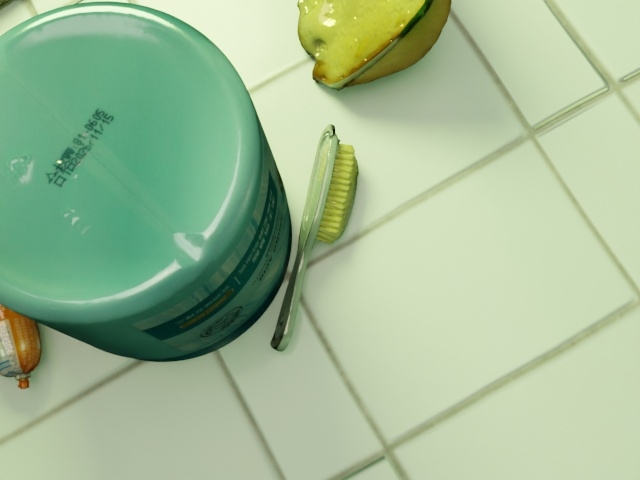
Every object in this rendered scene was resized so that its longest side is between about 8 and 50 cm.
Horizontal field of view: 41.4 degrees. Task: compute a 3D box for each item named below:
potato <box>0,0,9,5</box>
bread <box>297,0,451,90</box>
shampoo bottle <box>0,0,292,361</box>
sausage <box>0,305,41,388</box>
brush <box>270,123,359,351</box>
[{"bbox_3d":[-0.499,-0.355,1.164,0.172,0.089,0.101,-33,75,-4],"label":"potato"},{"bbox_3d":[0.091,-0.305,1.105,0.133,0.251,0.174,-4,69,-43],"label":"bread"},{"bbox_3d":[-0.209,-0.045,0.945,0.331,0.343,0.331,-1,76,3],"label":"shampoo bottle"},{"bbox_3d":[-0.403,0.075,1.065,0.071,0.071,0.234,-19,76,-2],"label":"sausage"},{"bbox_3d":[0.000,0.000,1.075,0.060,0.068,0.297,17,81,-16],"label":"brush"}]
